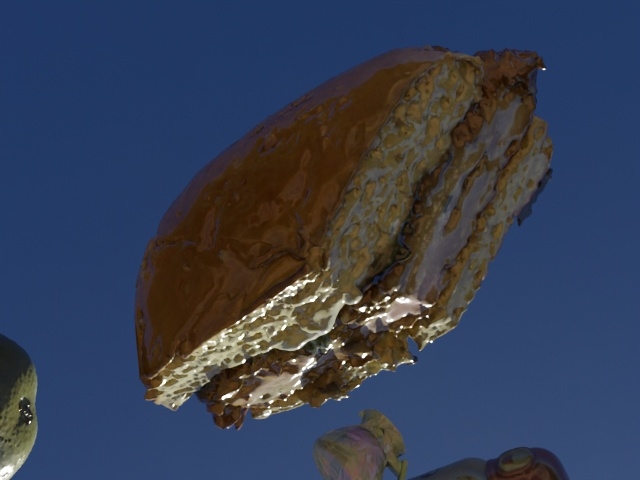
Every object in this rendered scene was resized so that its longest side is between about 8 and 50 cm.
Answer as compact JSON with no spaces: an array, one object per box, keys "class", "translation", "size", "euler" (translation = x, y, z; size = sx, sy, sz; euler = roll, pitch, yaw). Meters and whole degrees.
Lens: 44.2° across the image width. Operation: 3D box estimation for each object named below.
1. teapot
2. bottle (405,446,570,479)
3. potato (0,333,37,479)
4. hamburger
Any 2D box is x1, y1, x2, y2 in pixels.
[{"class":"teapot","translation":[0.040,0.184,0.659],"size":[0.064,0.064,0.083],"euler":[-33,-117,-30]},{"class":"bottle","translation":[0.138,0.279,0.785],"size":[0.233,0.110,0.110],"euler":[-26,-99,15]},{"class":"potato","translation":[-0.376,0.161,0.699],"size":[0.251,0.159,0.174],"euler":[4,-100,-40]},{"class":"hamburger","translation":[0.000,0.000,0.522],"size":[0.245,0.155,0.282],"euler":[13,-100,43]}]
